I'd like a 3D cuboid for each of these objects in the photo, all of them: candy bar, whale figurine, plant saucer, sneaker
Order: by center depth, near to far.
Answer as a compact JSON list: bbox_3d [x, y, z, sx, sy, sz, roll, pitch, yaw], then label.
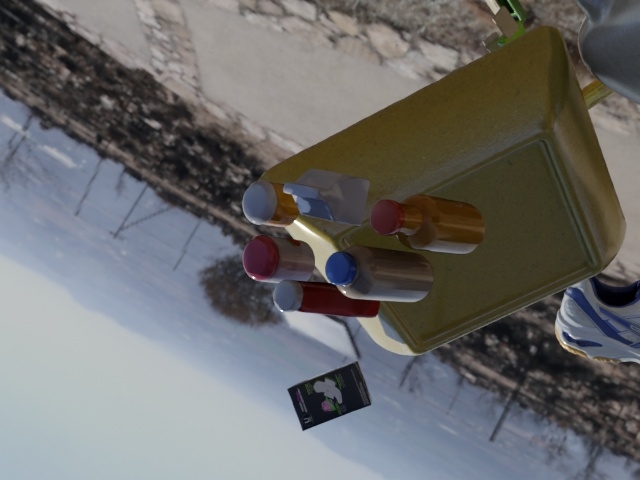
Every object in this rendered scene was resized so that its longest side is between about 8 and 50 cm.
[{"bbox_3d":[0.325,-0.202,0.731,0.216,0.141,0.272,31,177,17],"label":"whale figurine"},{"bbox_3d":[0.152,-0.010,0.905,0.333,0.332,0.081,53,-163,-42],"label":"plant saucer"},{"bbox_3d":[0.274,-0.146,0.954,0.040,0.161,0.018,33,-151,-56],"label":"candy bar"},{"bbox_3d":[0.502,0.123,1.257,0.296,0.131,0.112,10,-157,11],"label":"sneaker"}]

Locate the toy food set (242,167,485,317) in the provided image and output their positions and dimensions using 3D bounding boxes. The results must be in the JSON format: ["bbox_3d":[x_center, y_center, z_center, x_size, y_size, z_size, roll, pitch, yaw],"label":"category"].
[{"bbox_3d":[0.000,0.000,0.677,0.232,0.111,0.104,15,-175,42],"label":"toy food set"}]

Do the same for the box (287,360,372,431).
[{"bbox_3d":[0.012,0.176,0.977,0.062,0.083,0.052,54,-164,-83],"label":"box"}]

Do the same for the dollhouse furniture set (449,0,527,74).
[{"bbox_3d":[0.183,-0.232,0.998,0.058,0.152,0.076,46,159,-25],"label":"dollhouse furniture set"}]
